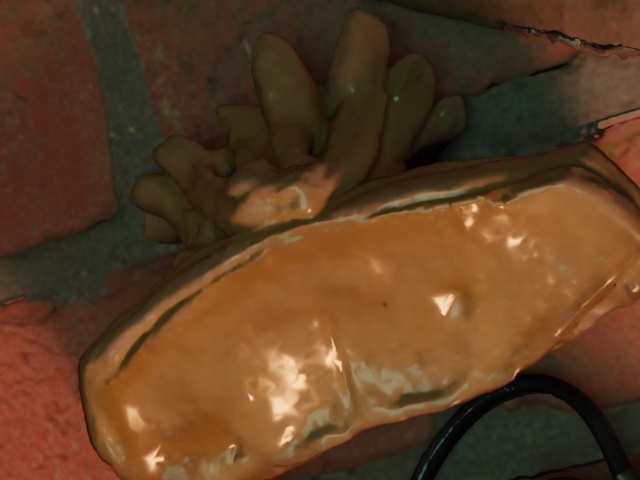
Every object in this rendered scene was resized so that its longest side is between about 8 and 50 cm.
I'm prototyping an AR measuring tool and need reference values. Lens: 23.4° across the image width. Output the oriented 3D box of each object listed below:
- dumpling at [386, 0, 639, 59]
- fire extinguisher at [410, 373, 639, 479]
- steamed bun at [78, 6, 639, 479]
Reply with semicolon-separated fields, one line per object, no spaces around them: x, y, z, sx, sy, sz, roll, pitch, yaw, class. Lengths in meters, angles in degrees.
0.174;-0.203;1.025;0.332;0.086;0.166;15;133;14;dumpling
0.102;0.238;1.085;0.376;0.113;0.200;-37;85;17;fire extinguisher
0.000;0.000;1.072;0.428;0.189;0.247;-29;117;19;steamed bun
